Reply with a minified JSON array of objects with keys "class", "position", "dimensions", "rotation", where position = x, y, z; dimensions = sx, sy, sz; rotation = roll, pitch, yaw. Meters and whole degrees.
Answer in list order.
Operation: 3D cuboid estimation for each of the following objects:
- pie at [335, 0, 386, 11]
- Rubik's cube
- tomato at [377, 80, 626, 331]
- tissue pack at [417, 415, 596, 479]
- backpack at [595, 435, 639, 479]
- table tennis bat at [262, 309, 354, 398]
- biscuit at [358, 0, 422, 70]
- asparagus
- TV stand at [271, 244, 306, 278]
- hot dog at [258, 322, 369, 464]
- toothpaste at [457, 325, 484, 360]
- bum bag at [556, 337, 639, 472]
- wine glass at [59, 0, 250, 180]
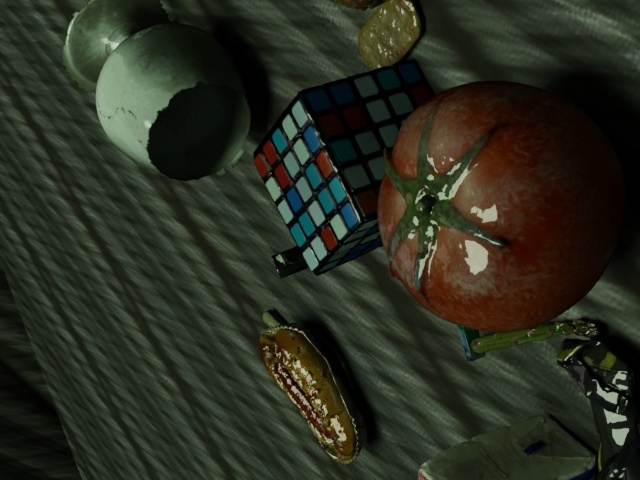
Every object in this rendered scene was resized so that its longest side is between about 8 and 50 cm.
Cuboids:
[{"class":"pie","position":[-0.068,-0.491,1.567],"dimensions":[0.418,0.180,0.395],"rotation":[43,145,49]},{"class":"Rubik's cube","position":[0.051,-0.092,1.626],"dimensions":[0.187,0.184,0.182],"rotation":[61,151,10]},{"class":"tomato","position":[0.195,-0.035,1.364],"dimensions":[0.265,0.265,0.265],"rotation":[39,140,42]},{"class":"tissue pack","position":[0.224,0.368,1.636],"dimensions":[0.137,0.209,0.269],"rotation":[49,149,47]},{"class":"backpack","position":[0.361,0.325,1.369],"dimensions":[0.206,0.133,0.258],"rotation":[56,162,34]},{"class":"table tennis bat","position":[-0.020,0.188,2.117],"dimensions":[0.234,0.022,0.131],"rotation":[40,142,38]},{"class":"biscuit","position":[0.086,-0.258,1.623],"dimensions":[0.071,0.018,0.147],"rotation":[62,152,8]},{"class":"asparagus","position":[0.260,0.116,1.578],"dimensions":[0.248,0.024,0.025],"rotation":[-19,100,60]},{"class":"TV stand","position":[0.000,0.000,1.920],"dimensions":[0.040,0.049,0.256],"rotation":[66,152,6]},{"class":"hot dog","position":[-0.009,0.238,2.052],"dimensions":[0.252,0.069,0.131],"rotation":[56,147,13]},{"class":"toothpaste","position":[0.192,0.116,1.699],"dimensions":[0.017,0.020,0.083],"rotation":[0,110,64]},{"class":"bum bag","position":[0.337,0.220,1.481],"dimensions":[0.107,0.060,0.232],"rotation":[13,125,66]},{"class":"wine glass","position":[-0.250,-0.240,2.004],"dimensions":[0.323,0.238,0.238],"rotation":[53,149,43]}]
